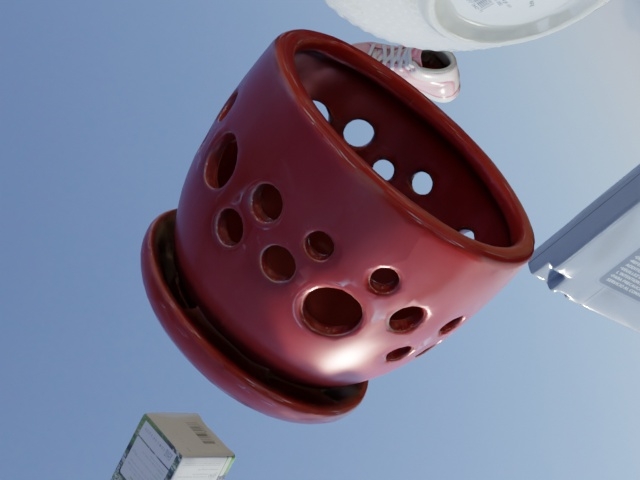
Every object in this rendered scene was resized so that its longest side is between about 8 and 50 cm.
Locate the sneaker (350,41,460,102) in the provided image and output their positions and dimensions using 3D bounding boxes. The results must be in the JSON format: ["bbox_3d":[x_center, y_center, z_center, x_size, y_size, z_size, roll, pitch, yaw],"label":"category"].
[{"bbox_3d":[0.084,-0.192,1.260,0.070,0.134,0.051,80,-150,-67],"label":"sneaker"}]

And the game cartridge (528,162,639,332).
[{"bbox_3d":[0.369,0.021,1.125,0.297,0.198,0.062,24,-143,-28],"label":"game cartridge"}]

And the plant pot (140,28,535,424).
[{"bbox_3d":[0.000,0.000,0.701,0.191,0.174,0.191,36,-158,-17],"label":"plant pot"}]

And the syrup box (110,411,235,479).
[{"bbox_3d":[-0.215,0.342,1.525,0.096,0.237,0.093,10,-158,-48],"label":"syrup box"}]

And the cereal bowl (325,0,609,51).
[{"bbox_3d":[0.141,-0.249,0.901,0.339,0.339,0.141,30,-139,-58],"label":"cereal bowl"}]
